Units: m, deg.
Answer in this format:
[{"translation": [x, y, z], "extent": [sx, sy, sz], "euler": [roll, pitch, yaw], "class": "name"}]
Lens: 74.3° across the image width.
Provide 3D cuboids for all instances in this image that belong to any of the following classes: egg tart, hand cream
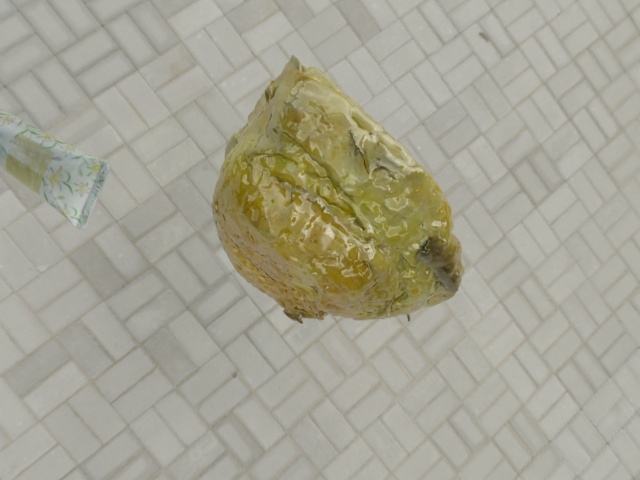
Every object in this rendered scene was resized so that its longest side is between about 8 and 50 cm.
[{"translation": [0.000, 0.000, 0.494], "extent": [0.339, 0.351, 0.153], "euler": [47, 63, -20], "class": "egg tart"}, {"translation": [-0.274, -0.084, 0.378], "extent": [0.194, 0.042, 0.067], "euler": [31, 97, 11], "class": "hand cream"}]
